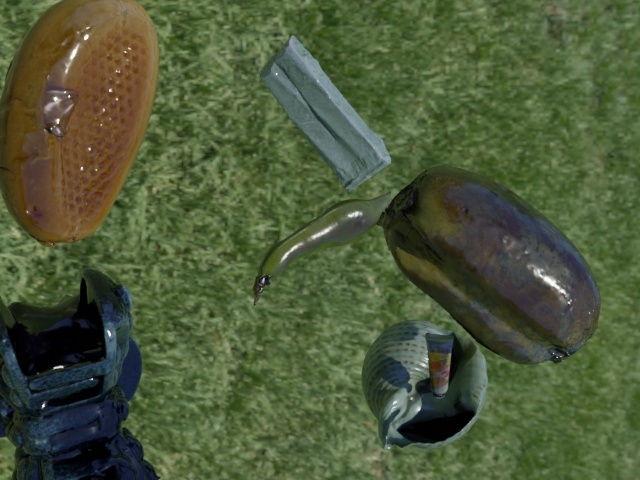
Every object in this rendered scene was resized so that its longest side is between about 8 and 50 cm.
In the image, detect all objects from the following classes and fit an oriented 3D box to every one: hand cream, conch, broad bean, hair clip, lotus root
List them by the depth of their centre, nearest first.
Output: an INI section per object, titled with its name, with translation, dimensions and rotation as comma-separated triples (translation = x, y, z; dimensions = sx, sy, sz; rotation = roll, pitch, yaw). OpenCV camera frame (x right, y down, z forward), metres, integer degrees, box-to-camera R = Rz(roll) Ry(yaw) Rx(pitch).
[hair clip]
translation = -0.259, 0.175, 0.921
dimensions = 0.195, 0.206, 0.310
rotation = -11, 107, -19
[lotus root]
translation = 0.200, 0.026, 1.037
dimensions = 0.275, 0.152, 0.160
rotation = 41, 29, -9
[hand cream]
translation = 0.147, 0.156, 1.143
dimensions = 0.022, 0.035, 0.102
rotation = -67, 159, -50
[conch]
translation = 0.136, 0.207, 1.241
dimensions = 0.131, 0.172, 0.199
rotation = 78, 29, -61
[broad bean]
translation = -0.005, -0.003, 1.565
dimensions = 0.325, 0.067, 0.075
rotation = -31, 97, -20

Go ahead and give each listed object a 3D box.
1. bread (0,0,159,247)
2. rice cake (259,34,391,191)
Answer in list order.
[bread]
translation = -0.179, -0.091, 0.662
dimensions = 0.114, 0.077, 0.189
rotation = 14, 97, -61
[rice cake]
translation = 0.003, -0.177, 1.296
dimensions = 0.226, 0.085, 0.040
rotation = 50, 31, -13
